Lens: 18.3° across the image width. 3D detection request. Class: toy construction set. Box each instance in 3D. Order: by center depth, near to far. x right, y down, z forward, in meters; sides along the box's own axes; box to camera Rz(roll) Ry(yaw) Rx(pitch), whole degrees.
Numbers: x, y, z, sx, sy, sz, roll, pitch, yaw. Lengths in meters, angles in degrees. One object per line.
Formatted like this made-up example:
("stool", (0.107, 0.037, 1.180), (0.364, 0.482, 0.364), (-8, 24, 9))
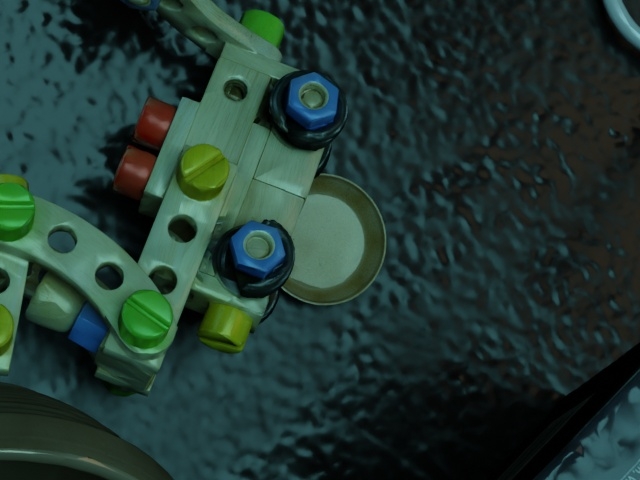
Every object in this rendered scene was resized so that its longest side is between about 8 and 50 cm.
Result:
("toy construction set", (-0.106, -0.050, 1.166), (0.215, 0.151, 0.328), (21, 81, -3))

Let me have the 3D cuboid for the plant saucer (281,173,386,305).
("plant saucer", (0.000, 0.000, 1.253), (0.083, 0.015, 0.083), (2, 82, -16))

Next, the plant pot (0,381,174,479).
("plant pot", (-0.190, 0.157, 1.103), (0.237, 0.237, 0.110), (2, 41, -17))

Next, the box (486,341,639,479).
("box", (0.224, 0.220, 1.121), (0.294, 0.296, 0.183), (44, 73, 6))

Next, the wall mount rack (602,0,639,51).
("wall mount rack", (0.360, -0.116, 1.298), (0.350, 0.130, 0.304), (9, 74, -9))
